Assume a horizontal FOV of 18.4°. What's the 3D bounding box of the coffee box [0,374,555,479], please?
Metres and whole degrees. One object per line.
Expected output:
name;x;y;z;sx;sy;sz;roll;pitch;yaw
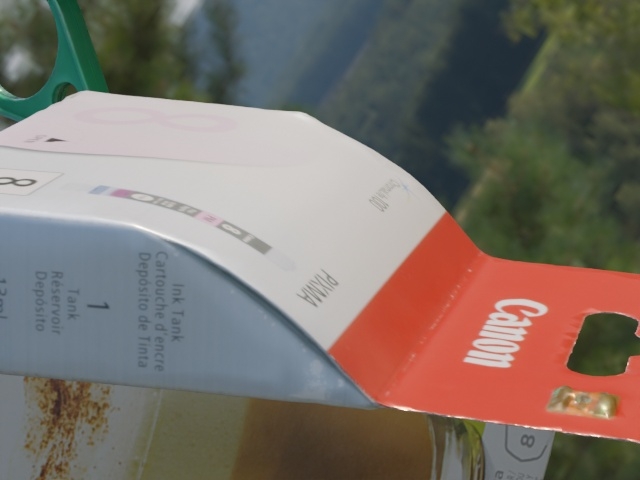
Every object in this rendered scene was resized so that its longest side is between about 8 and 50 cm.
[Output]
coffee box;-0.137;0.166;1.032;0.338;0.334;0.338;12;86;61

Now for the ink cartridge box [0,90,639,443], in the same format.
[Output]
ink cartridge box;0.000;0.000;0.621;0.189;0.232;0.066;-45;-46;-71

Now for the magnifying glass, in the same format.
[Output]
magnifying glass;-0.144;-0.077;1.185;0.026;0.231;0.092;-12;-36;-55
